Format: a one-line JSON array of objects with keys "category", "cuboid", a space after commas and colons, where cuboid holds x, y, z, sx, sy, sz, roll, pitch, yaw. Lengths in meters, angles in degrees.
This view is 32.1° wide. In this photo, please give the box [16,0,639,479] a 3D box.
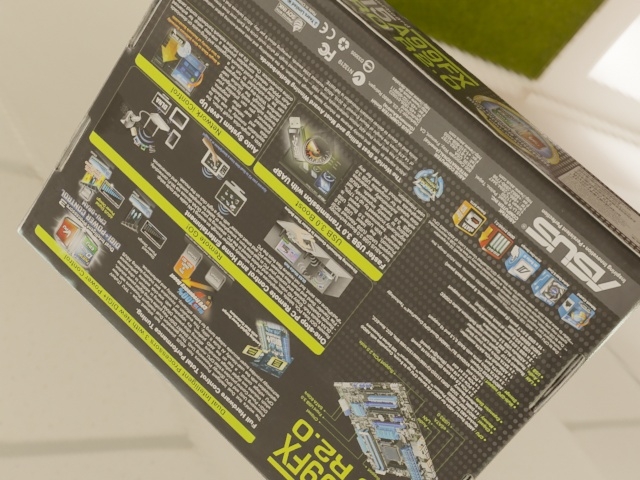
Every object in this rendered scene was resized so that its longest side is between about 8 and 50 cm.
[{"category": "box", "cuboid": [0.000, 0.000, 0.553, 0.270, 0.216, 0.060, 42, -155, 13]}]
